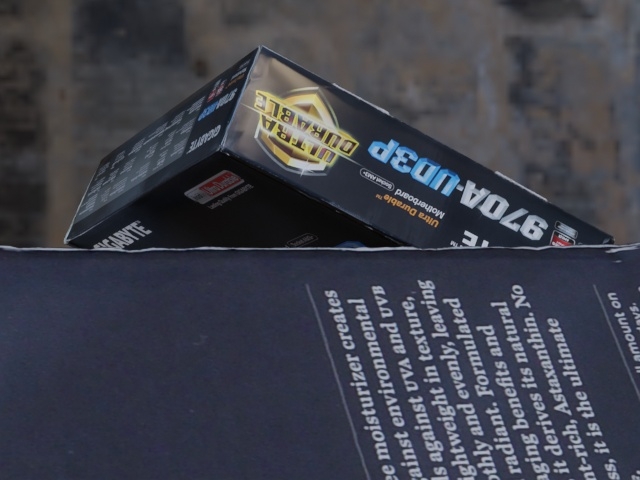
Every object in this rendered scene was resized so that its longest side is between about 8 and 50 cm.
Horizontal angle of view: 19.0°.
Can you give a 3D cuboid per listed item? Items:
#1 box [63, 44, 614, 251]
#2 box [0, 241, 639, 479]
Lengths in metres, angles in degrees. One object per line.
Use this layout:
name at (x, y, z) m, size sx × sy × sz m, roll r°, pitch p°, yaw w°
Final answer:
box at (0.000, 0.000, 0.855) m, size 0.220 × 0.175 × 0.051 m, roll -22°, pitch 43°, yaw 64°
box at (-0.037, 0.153, 0.654) m, size 0.296 × 0.294 × 0.183 m, roll 120°, pitch 143°, yaw -47°
